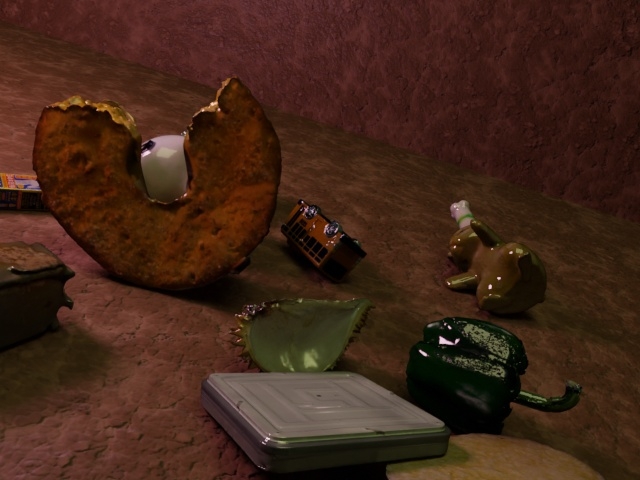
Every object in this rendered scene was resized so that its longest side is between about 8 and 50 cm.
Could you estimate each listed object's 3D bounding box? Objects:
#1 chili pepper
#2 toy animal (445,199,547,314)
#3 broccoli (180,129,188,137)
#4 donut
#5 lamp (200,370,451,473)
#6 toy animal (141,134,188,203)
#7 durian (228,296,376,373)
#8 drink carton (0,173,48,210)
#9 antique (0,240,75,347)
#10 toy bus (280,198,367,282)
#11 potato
[{"bbox_3d":[0.272,0.228,1.043,0.261,0.174,0.165,20,25,23],"label":"chili pepper"},{"bbox_3d":[0.384,0.036,1.605,0.180,0.181,0.363,10,22,-39],"label":"toy animal"},{"bbox_3d":[-0.255,-0.165,1.655,0.247,0.263,0.243,-28,67,-16],"label":"broccoli"},{"bbox_3d":[-0.284,-0.105,1.221,0.435,0.378,0.163,-1,8,0],"label":"donut"},{"bbox_3d":[-0.002,0.234,0.887,0.266,0.047,0.269,5,3,-28],"label":"lamp"},{"bbox_3d":[-0.289,-0.111,1.414,0.266,0.213,0.212,20,21,-9],"label":"toy animal"},{"bbox_3d":[-0.034,0.146,1.071,0.252,0.139,0.144,8,19,-20],"label":"durian"},{"bbox_3d":[-0.625,-0.099,1.345,0.165,0.056,0.071,2,34,-32],"label":"drink carton"},{"bbox_3d":[-0.486,0.084,0.906,0.150,0.125,0.284,32,26,30],"label":"antique"},{"bbox_3d":[0.000,0.000,1.479,0.098,0.114,0.201,37,3,-42],"label":"toy bus"},{"bbox_3d":[0.216,0.331,0.796,0.299,0.116,0.239,0,3,-43],"label":"potato"}]
